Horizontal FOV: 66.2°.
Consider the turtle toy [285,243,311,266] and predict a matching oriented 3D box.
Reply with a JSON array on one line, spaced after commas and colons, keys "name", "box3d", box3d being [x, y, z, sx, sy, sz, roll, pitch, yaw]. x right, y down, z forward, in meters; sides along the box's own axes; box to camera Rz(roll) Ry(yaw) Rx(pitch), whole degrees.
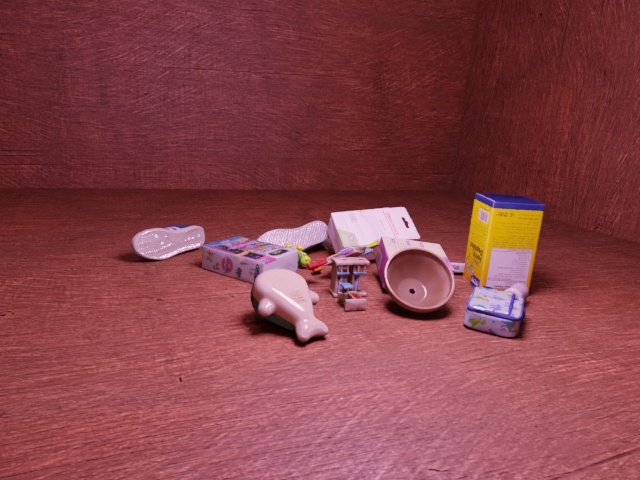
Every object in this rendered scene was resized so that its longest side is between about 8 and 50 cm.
[{"name": "turtle toy", "box3d": [-0.100, 0.070, 1.997, 0.130, 0.095, 0.066, 7, 37, 15]}]

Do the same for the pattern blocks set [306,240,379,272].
[{"name": "pattern blocks set", "box3d": [0.091, 0.060, 1.893, 0.285, 0.026, 0.325, -23, -10, 7]}]

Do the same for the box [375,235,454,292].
[{"name": "box", "box3d": [0.346, 0.094, 1.844, 0.243, 0.117, 0.213, 7, 25, -6]}]

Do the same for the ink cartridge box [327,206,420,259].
[{"name": "ink cartridge box", "box3d": [0.229, -0.028, 2.143, 0.353, 0.119, 0.207, -6, 50, -16]}]

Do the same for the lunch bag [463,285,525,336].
[{"name": "lunch bag", "box3d": [0.563, 0.225, 1.577, 0.176, 0.090, 0.219, 14, 19, 24]}]

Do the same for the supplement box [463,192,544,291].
[{"name": "supplement box", "box3d": [0.696, 0.010, 1.892, 0.194, 0.356, 0.195, 4, 15, -4]}]

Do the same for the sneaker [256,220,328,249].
[{"name": "sneaker", "box3d": [-0.140, 0.017, 2.169, 0.366, 0.135, 0.150, -13, -12, -31]}]

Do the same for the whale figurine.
[{"name": "whale figurine", "box3d": [-0.096, 0.207, 1.445, 0.216, 0.141, 0.272, -10, 45, -42]}]

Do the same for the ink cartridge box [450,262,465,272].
[{"name": "ink cartridge box", "box3d": [0.594, 0.117, 2.121, 0.145, 0.045, 0.179, 4, -3, 2]}]

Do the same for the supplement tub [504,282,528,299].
[{"name": "supplement tub", "box3d": [0.696, 0.196, 1.753, 0.071, 0.071, 0.107, 15, 17, 34]}]

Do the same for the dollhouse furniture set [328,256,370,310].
[{"name": "dollhouse furniture set", "box3d": [0.119, 0.143, 1.676, 0.129, 0.129, 0.184, -1, 14, -17]}]

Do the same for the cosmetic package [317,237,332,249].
[{"name": "cosmetic package", "box3d": [0.000, 0.000, 2.310, 0.041, 0.060, 0.115, -49, 35, -12]}]

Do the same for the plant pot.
[{"name": "plant pot", "box3d": [0.321, 0.149, 1.657, 0.237, 0.110, 0.237, 4, 56, -6]}]

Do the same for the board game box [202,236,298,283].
[{"name": "board game box", "box3d": [-0.274, 0.073, 1.908, 0.303, 0.097, 0.224, 12, 16, 30]}]

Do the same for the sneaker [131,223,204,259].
[{"name": "sneaker", "box3d": [-0.655, 0.002, 2.042, 0.148, 0.131, 0.350, 6, 8, 33]}]
